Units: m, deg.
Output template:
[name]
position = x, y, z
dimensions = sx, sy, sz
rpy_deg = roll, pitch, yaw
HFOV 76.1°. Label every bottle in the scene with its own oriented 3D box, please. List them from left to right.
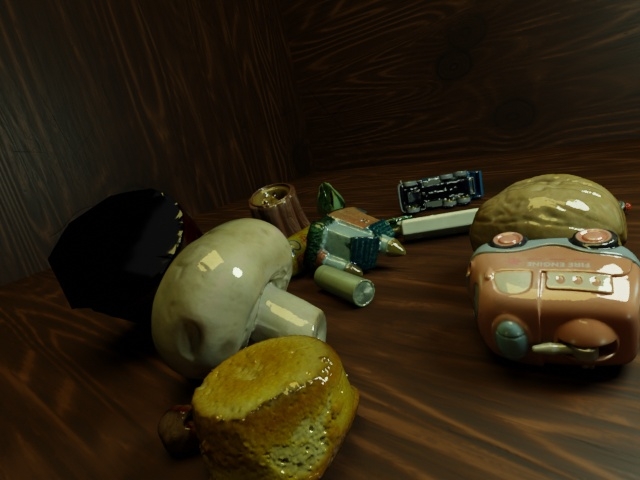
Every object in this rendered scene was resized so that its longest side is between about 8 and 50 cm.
[bottle]
position = 0.059, 0.119, 1.115
dimensions = 0.072, 0.072, 0.201
rpy_deg = -21, 18, -26

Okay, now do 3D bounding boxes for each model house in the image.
[model house]
position = 0.126, 0.023, 1.272
dimensions = 0.291, 0.184, 0.253
rpy_deg = 18, 25, 36

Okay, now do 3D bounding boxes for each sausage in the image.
[sausage]
position = -0.046, 0.024, 1.397
dimensions = 0.123, 0.123, 0.347
rpy_deg = 5, 29, 46

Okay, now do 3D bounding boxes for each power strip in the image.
[power strip]
position = 0.410, -0.052, 1.389
dimensions = 0.338, 0.058, 0.098
rpy_deg = -9, -16, 13

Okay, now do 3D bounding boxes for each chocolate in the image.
[chocolate]
position = -0.486, 0.084, 1.176
dimensions = 0.383, 0.331, 0.384
rpy_deg = -5, 56, 7

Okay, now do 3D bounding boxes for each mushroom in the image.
[mushroom]
position = -0.172, 0.111, 0.862
dimensions = 0.353, 0.325, 0.353
rpy_deg = -6, -9, -1

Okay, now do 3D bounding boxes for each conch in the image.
[conch]
position = 0.042, -0.171, 1.925
dimensions = 0.137, 0.143, 0.250
rpy_deg = 35, 3, 6

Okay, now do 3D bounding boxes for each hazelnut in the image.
[hazelnut]
position = -0.226, 0.312, 0.683
dimensions = 0.086, 0.086, 0.086
rpy_deg = -12, 16, 3

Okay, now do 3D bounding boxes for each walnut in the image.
[walnut]
position = 0.487, -0.010, 0.908
dimensions = 0.277, 0.252, 0.313
rpy_deg = -27, 22, -37

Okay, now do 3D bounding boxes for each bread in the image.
[bread]
position = -0.072, 0.254, 0.635
dimensions = 0.268, 0.146, 0.268
rpy_deg = -14, 13, 3

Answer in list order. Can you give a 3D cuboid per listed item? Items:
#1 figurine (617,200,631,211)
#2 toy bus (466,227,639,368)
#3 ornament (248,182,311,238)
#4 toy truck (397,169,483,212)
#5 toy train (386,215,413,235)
[figurine]
position = 0.889, -0.092, 1.252
dimensions = 0.106, 0.047, 0.060
rpy_deg = -19, 9, -15
[toy bus]
position = 0.397, 0.116, 0.708
dimensions = 0.287, 0.194, 0.232
rpy_deg = -2, 31, 30
[ornament]
position = -0.145, -0.083, 1.504
dimensions = 0.235, 0.217, 0.221
rpy_deg = -12, 34, 9
[toy truck]
position = 0.517, -0.216, 1.784
dimensions = 0.367, 0.146, 0.175
rpy_deg = -9, 9, 2
[toy train]
position = 0.275, -0.053, 1.545
dimensions = 0.170, 0.071, 0.111
rpy_deg = -14, 9, -5
